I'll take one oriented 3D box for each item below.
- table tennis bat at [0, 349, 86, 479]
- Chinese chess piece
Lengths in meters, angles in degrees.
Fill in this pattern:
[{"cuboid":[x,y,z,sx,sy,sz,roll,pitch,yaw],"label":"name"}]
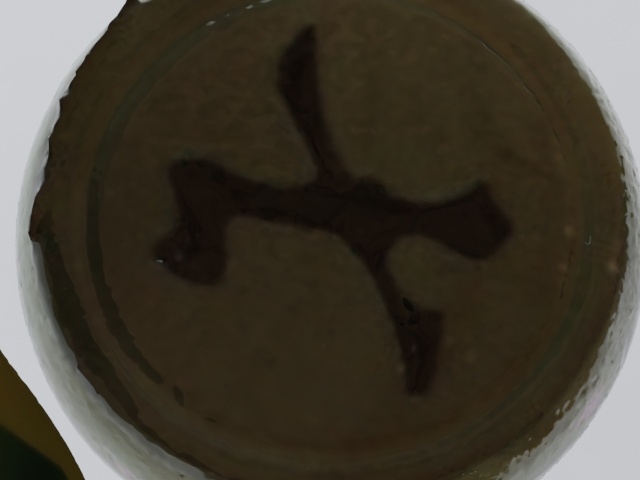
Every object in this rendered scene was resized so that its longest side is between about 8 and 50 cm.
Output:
[{"cuboid":[-0.108,0.051,0.538,0.050,0.321,0.198,-25,-38,11],"label":"table tennis bat"},{"cuboid":[0.000,0.000,0.717,0.238,0.092,0.237,0,-105,1],"label":"Chinese chess piece"}]
